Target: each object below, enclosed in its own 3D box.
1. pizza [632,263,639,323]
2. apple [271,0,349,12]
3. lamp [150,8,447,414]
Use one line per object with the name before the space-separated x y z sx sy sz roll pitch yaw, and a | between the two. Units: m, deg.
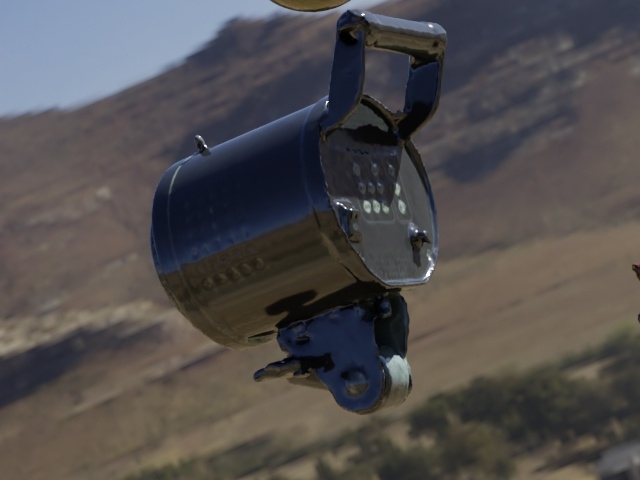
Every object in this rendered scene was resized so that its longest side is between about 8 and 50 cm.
pizza | 0.336 0.070 1.575 0.154 0.194 0.069 -23 -10 2
apple | -0.008 -0.180 1.069 0.089 0.089 0.074 -23 3 10
lamp | -0.032 -0.025 1.744 0.272 0.374 0.205 1 2 31
